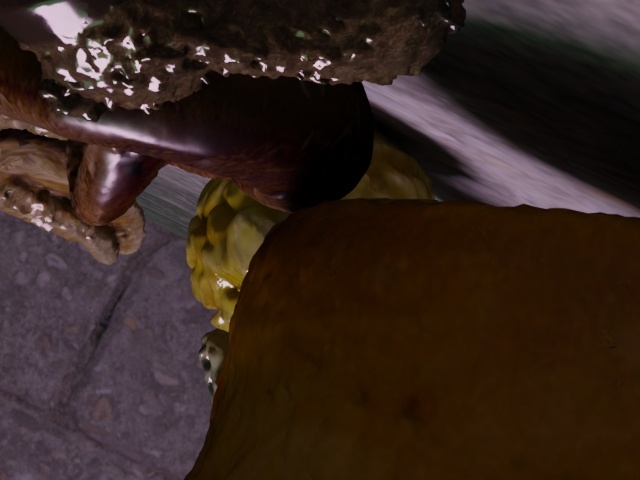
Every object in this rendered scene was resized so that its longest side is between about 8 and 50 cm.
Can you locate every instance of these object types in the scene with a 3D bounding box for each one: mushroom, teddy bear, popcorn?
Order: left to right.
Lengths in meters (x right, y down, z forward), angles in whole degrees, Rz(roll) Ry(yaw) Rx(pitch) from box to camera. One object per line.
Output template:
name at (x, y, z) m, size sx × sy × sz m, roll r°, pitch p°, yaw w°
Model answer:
teddy bear at (-0.055, -0.069, 0.448) m, size 0.160 × 0.078 × 0.119 m, roll 28°, pitch 180°, yaw -28°
mushroom at (-0.053, -0.049, 0.594) m, size 0.135 × 0.080 × 0.170 m, roll 23°, pitch 165°, yaw -21°
popcorn at (0.000, 0.000, 0.768) m, size 0.106 × 0.116 × 0.121 m, roll 20°, pitch 137°, yaw -22°

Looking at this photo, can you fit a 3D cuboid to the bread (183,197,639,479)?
bread at (0.082, 0.070, 0.554) m, size 0.268 × 0.146 × 0.268 m, roll 8°, pitch 173°, yaw 1°

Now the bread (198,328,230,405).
bread at (0.051, 0.068, 0.845) m, size 0.232 × 0.128 × 0.088 m, roll -12°, pitch 160°, yaw -36°

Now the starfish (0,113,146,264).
starfish at (-0.178, -0.038, 0.812) m, size 0.375 × 0.094 × 0.327 m, roll -16°, pitch 163°, yaw -22°
